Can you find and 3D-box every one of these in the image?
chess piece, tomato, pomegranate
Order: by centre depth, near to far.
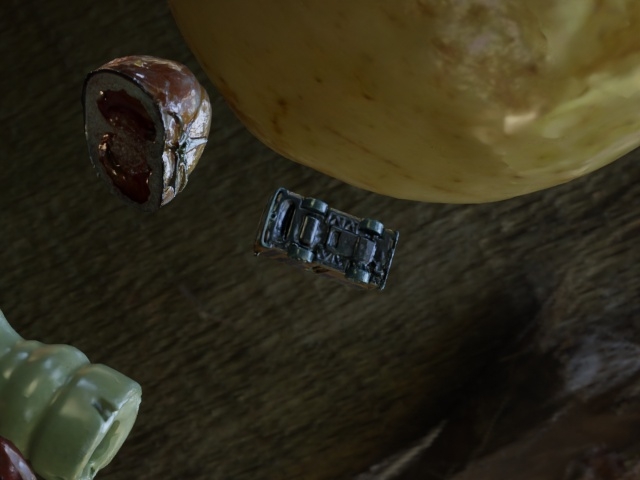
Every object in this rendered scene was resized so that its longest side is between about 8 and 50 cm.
[{"bbox_3d":[0.088,-0.175,0.457,0.342,0.342,0.342,-21,90,-85],"label":"pomegranate"},{"bbox_3d":[-0.232,-0.169,1.416,0.155,0.180,0.214,-41,153,-44],"label":"tomato"},{"bbox_3d":[-0.484,0.176,1.427,0.442,0.234,0.234,29,0,8],"label":"chess piece"}]

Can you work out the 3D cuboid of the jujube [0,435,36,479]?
[{"bbox_3d":[-0.257,0.238,0.645,0.243,0.183,0.183,-96,166,-45],"label":"jujube"}]

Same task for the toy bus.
[{"bbox_3d":[0.000,0.000,1.330,0.103,0.182,0.091,-15,-124,69],"label":"toy bus"}]
